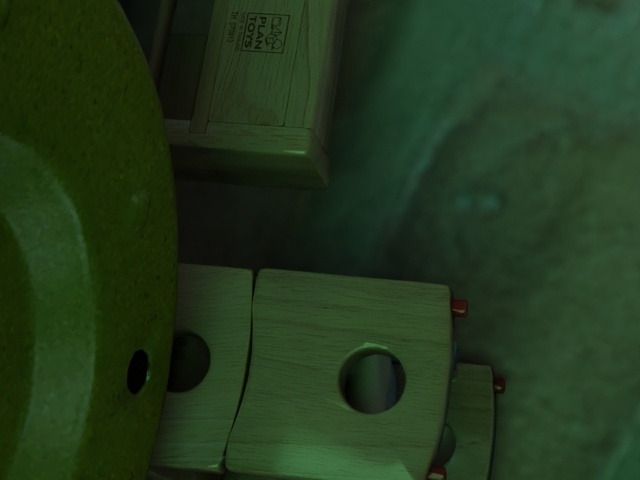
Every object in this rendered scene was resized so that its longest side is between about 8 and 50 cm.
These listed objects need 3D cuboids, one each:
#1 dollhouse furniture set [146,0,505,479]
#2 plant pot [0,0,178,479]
[{"bbox_3d":[0.000,0.000,0.545,0.129,0.129,0.183,5,75,14],"label":"dollhouse furniture set"},{"bbox_3d":[-0.241,0.012,0.406,0.353,0.366,0.366,11,102,20],"label":"plant pot"}]
